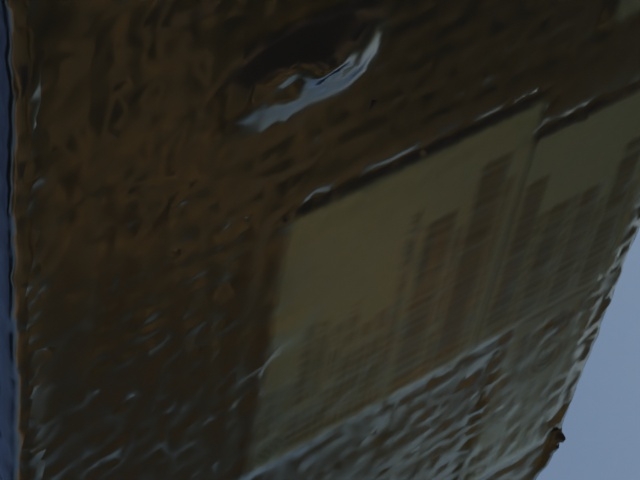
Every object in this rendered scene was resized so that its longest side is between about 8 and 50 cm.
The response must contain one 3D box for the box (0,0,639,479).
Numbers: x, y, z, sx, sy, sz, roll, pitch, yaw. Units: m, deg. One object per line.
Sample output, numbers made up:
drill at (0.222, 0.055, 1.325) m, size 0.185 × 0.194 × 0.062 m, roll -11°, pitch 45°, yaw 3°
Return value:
box at (0.000, 0.000, 0.467) m, size 0.211 × 0.058 × 0.350 m, roll -28°, pitch -31°, yaw -28°
